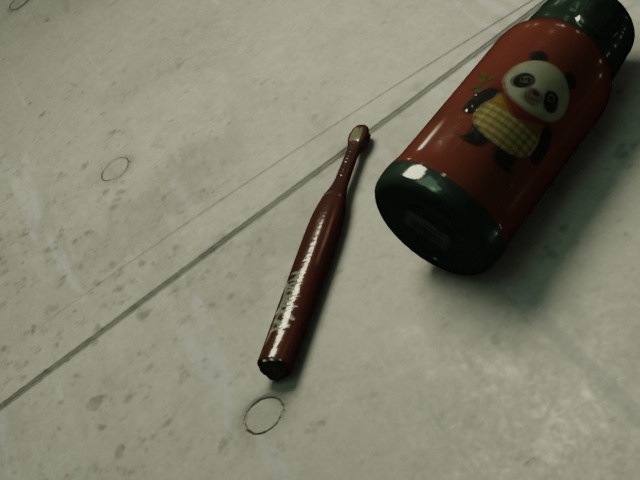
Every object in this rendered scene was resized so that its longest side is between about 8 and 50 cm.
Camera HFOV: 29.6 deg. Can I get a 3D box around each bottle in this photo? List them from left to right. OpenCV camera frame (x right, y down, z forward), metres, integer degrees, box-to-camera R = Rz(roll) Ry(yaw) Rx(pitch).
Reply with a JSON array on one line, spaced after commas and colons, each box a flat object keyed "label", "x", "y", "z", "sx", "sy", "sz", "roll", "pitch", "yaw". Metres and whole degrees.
[{"label": "bottle", "x": 0.202, "y": -0.130, "z": 1.249, "sx": 0.144, "sy": 0.144, "sz": 0.336, "roll": 15, "pitch": 58, "yaw": 45}]

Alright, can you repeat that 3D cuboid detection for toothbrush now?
[{"label": "toothbrush", "x": 0.000, "y": -0.001, "z": 1.347, "sx": 0.041, "sy": 0.041, "sz": 0.364, "roll": -8, "pitch": 45, "yaw": 31}]
